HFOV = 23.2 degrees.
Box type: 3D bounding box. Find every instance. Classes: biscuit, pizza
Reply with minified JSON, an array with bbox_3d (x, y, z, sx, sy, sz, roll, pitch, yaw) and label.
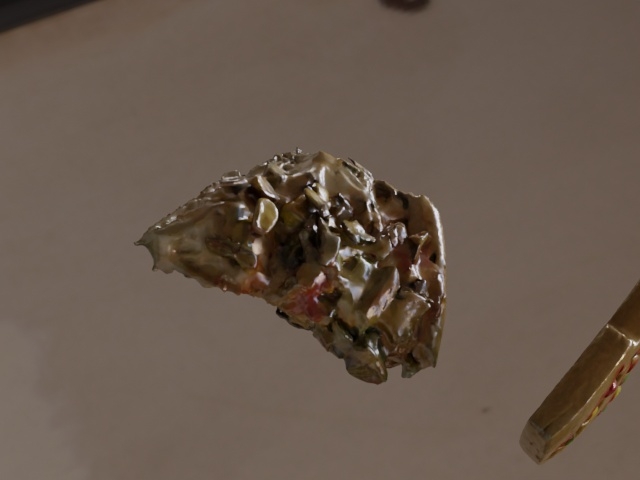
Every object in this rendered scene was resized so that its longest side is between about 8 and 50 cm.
[{"bbox_3d":[0.206,0.092,1.132,0.041,0.239,0.212,38,-57,10],"label":"biscuit"},{"bbox_3d":[0.000,0.000,1.063,0.226,0.147,0.069,31,-28,-17],"label":"pizza"}]
